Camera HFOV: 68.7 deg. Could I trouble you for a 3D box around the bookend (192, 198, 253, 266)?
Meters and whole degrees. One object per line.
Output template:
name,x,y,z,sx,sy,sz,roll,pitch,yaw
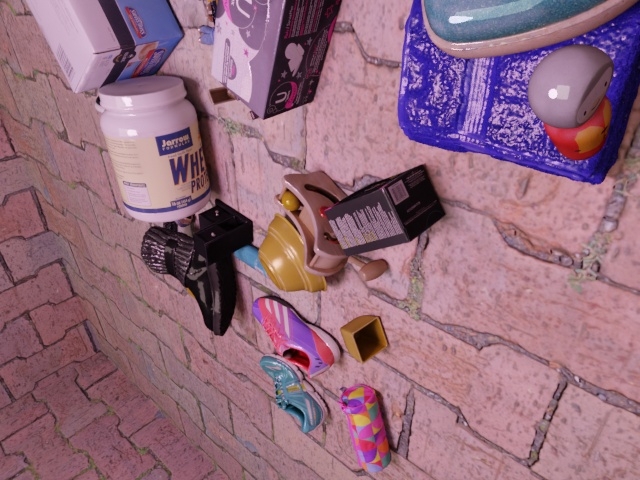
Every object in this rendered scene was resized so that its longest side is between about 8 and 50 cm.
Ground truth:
bookend,-0.292,-0.027,1.275,0.157,0.156,0.072,32,136,31

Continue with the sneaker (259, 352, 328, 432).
sneaker,-0.095,0.459,1.429,0.275,0.110,0.107,44,140,19

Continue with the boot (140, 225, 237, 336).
boot,-0.404,0.125,1.456,0.259,0.131,0.348,6,113,14

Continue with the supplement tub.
supplement tub,-0.423,-0.236,1.211,0.235,0.235,0.325,24,131,36

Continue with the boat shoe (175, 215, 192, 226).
boat shoe,-0.457,-0.131,1.469,0.066,0.066,0.183,-23,107,47

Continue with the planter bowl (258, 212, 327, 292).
planter bowl,-0.083,0.051,1.088,0.217,0.090,0.217,52,166,19

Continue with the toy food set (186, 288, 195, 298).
toy food set,-0.398,0.099,1.560,0.128,0.071,0.218,-8,113,23

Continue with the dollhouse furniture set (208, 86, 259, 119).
dollhouse furniture set,-0.168,-0.297,0.989,0.081,0.114,0.091,-3,110,44

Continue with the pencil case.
pencil case,0.116,0.491,1.228,0.104,0.104,0.237,3,118,47

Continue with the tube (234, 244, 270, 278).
tube,-0.191,0.047,1.306,0.207,0.052,0.080,26,128,42

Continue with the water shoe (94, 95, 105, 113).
water shoe,-0.539,-0.408,1.259,0.072,0.203,0.080,22,130,-6

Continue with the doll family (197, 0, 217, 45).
doll family,-0.206,-0.473,0.947,0.111,0.076,0.193,22,135,32

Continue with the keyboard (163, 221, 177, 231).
keyboard,-0.531,-0.081,1.599,0.100,0.038,0.192,41,138,21

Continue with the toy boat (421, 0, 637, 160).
toy boat,0.229,-0.240,0.461,0.267,0.148,0.319,-13,70,31

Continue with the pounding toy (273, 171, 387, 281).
pounding toy,0.000,0.000,0.972,0.269,0.154,0.155,48,141,14

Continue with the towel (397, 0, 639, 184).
towel,0.243,-0.209,0.625,0.308,0.076,0.228,24,132,36

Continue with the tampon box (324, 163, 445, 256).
tampon box,0.112,-0.051,0.839,0.161,0.120,0.102,-16,103,51

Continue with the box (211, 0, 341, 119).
box,-0.086,-0.371,0.821,0.163,0.142,0.247,43,139,19

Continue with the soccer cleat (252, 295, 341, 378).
soccer cleat,-0.095,0.257,1.283,0.318,0.116,0.109,29,134,32

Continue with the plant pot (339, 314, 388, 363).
plant pot,0.091,0.222,1.088,0.083,0.081,0.081,6,120,58

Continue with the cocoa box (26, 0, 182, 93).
cocoa box,-0.532,-0.573,1.105,0.231,0.227,0.347,-14,104,52
